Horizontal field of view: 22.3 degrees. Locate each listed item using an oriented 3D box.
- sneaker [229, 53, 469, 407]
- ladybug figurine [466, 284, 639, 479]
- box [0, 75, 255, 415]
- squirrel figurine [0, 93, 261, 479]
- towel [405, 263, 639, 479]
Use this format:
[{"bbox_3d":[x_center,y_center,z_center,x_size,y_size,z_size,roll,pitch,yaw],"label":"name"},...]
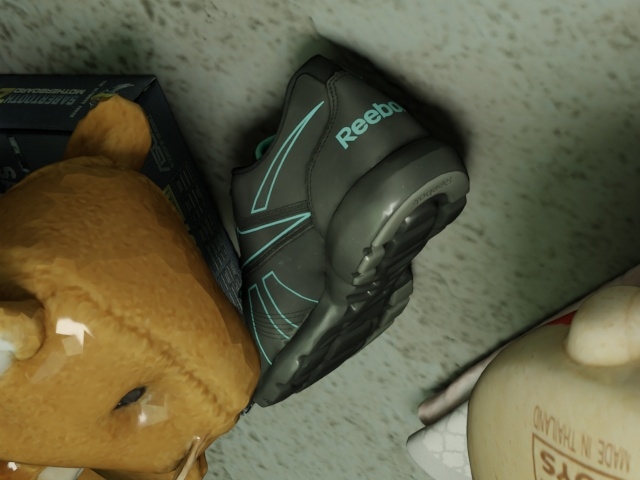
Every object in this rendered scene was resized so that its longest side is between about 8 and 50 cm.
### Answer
[{"bbox_3d":[0.000,0.000,0.913,0.106,0.101,0.267,50,146,15],"label":"sneaker"},{"bbox_3d":[0.226,0.180,0.749,0.305,0.162,0.449,25,151,51],"label":"ladybug figurine"},{"bbox_3d":[-0.145,0.004,1.024,0.183,0.059,0.232,4,133,31],"label":"box"},{"bbox_3d":[-0.231,0.064,0.892,0.397,0.281,0.370,38,136,-7],"label":"squirrel figurine"},{"bbox_3d":[0.250,0.152,0.914,0.332,0.053,0.317,40,142,-10],"label":"towel"}]
